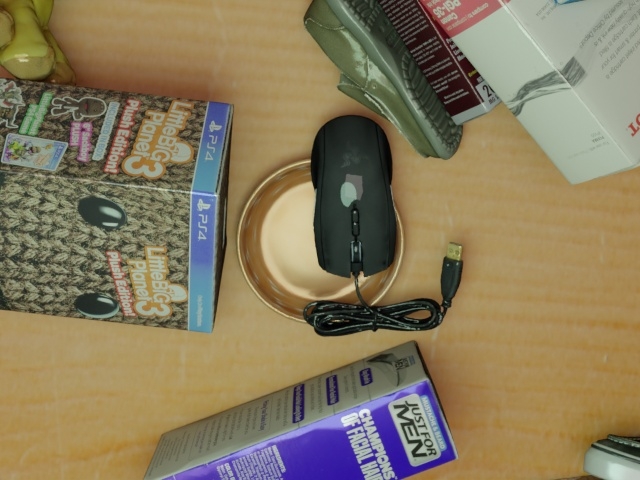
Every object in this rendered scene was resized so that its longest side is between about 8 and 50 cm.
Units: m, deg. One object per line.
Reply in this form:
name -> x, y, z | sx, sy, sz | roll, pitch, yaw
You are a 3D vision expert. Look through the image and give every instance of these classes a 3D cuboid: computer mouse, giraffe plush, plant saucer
computer mouse -> 0.076, -0.010, 1.376 | 0.184, 0.060, 0.262 | 3, 99, 0
giraffe plush -> -0.325, -0.281, 1.340 | 0.210, 0.181, 0.170 | 38, 86, 29
plant saucer -> 0.000, 0.000, 1.427 | 0.200, 0.037, 0.200 | 0, 98, -1

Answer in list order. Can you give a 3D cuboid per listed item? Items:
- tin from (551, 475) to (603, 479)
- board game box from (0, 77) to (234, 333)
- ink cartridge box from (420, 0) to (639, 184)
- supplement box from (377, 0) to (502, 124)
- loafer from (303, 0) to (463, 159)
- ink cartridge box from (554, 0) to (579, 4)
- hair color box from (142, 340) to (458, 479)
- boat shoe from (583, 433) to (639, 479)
tin -> 0.300, 0.347, 1.480 | 0.189, 0.040, 0.106 | -6, 102, 1
board game box -> -0.249, -0.036, 1.311 | 0.291, 0.141, 0.232 | 6, 138, -1
ink cartridge box -> 0.273, -0.231, 1.292 | 0.283, 0.117, 0.207 | 49, 64, -10
supplement box -> 0.150, -0.267, 1.346 | 0.130, 0.073, 0.239 | -37, 98, -24
loafer -> 0.072, -0.194, 1.384 | 0.087, 0.094, 0.251 | -27, 104, 42
ink cartridge box -> 0.314, -0.328, 1.213 | 0.190, 0.082, 0.140 | -14, 85, -25
hair color box -> -0.022, 0.238, 1.387 | 0.338, 0.185, 0.110 | -22, 98, 3
boat shoe -> 0.477, 0.256, 1.440 | 0.335, 0.121, 0.119 | 9, 90, -13
